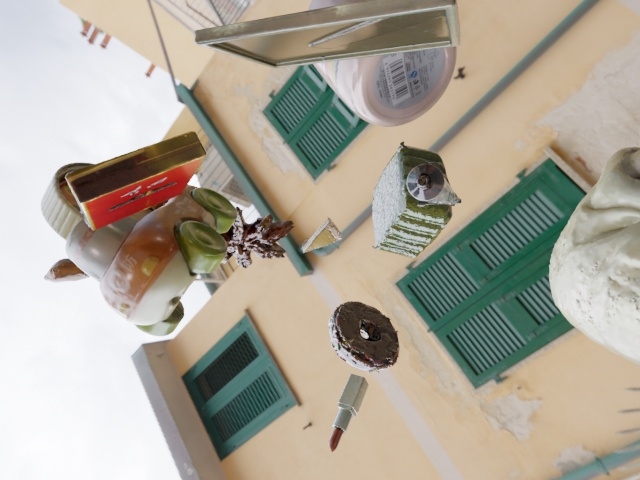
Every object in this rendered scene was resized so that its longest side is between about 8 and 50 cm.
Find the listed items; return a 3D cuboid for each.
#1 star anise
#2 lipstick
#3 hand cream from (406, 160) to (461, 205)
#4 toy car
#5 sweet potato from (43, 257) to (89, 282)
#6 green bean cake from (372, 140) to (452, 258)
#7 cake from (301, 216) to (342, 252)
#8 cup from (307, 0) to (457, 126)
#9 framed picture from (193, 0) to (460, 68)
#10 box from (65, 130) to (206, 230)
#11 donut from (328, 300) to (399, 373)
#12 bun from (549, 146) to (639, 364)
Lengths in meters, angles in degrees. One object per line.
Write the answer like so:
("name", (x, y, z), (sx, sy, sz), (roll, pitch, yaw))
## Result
("star anise", (-0.195, -0.003, 0.995), (0.288, 0.288, 0.088), (22, -135, -44))
("lipstick", (0.043, 0.292, 0.678), (0.129, 0.030, 0.030), (-58, -42, -36))
("hand cream", (0.179, -0.074, 0.640), (0.075, 0.052, 0.248), (27, -174, 19))
("toy car", (-0.240, -0.013, 0.516), (0.235, 0.145, 0.235), (33, -162, -13))
("sweet potato", (-0.523, 0.045, 0.912), (0.065, 0.218, 0.051), (63, 177, -17))
("green bean cake", (0.250, -0.108, 1.131), (0.156, 0.247, 0.250), (12, -127, -10))
("cake", (0.000, 0.000, 1.114), (0.065, 0.121, 0.052), (41, -163, -21))
("cup", (0.097, -0.320, 0.606), (0.191, 0.253, 0.200), (-7, -133, -18))
("framed picture", (0.016, -0.180, 0.355), (0.150, 0.203, 0.015), (-38, -53, -64))
("box", (-0.150, -0.044, 0.328), (0.090, 0.133, 0.023), (-31, -82, -27))
("donut", (0.144, 0.322, 1.341), (0.269, 0.103, 0.270), (20, -145, -15))
("bun", (0.457, -0.013, 0.453), (0.360, 0.359, 0.211), (-93, -20, -58))
